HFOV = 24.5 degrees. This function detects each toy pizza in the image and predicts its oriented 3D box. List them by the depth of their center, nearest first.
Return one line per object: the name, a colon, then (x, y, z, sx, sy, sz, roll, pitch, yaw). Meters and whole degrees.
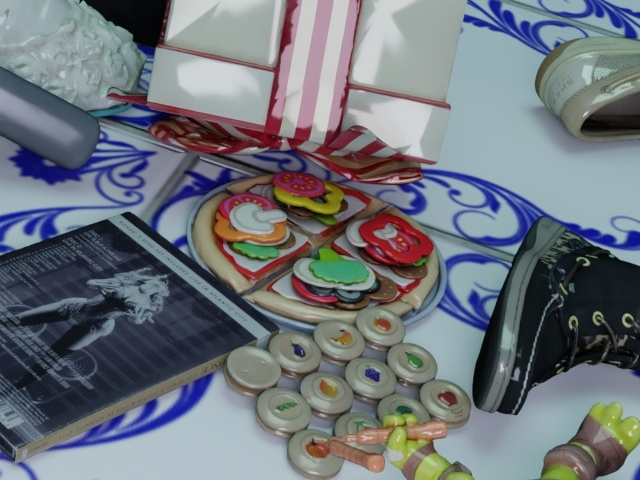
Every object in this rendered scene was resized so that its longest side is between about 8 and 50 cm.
toy pizza: (0.000, 0.000, 1.109, 0.201, 0.032, 0.201, 10, 34, -7)

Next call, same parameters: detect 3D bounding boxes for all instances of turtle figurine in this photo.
turtle figurine: (0.149, 0.171, 0.863, 0.269, 0.087, 0.217, 21, 20, 38)

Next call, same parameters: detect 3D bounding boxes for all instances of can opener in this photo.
can opener: (-0.282, -0.155, 1.079, 0.283, 0.095, 0.076, 28, 1, -21)

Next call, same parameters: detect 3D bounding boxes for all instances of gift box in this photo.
gift box: (-0.019, -0.183, 1.151, 0.255, 0.258, 0.276, 11, 11, -2)

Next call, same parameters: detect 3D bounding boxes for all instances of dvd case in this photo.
dvd case: (-0.161, 0.055, 0.978, 0.164, 0.018, 0.221, 36, 39, 30)

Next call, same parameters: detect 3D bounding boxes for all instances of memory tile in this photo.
memory tile: (0.019, 0.097, 0.975, 0.148, 0.012, 0.113, -16, 52, -35)

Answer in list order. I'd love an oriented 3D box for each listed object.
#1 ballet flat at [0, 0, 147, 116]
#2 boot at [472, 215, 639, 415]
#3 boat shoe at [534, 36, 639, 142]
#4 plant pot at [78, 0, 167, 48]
ballet flat: (-0.325, -0.176, 1.152, 0.409, 0.147, 0.147, 1, 36, -22)
boot: (0.209, 0.070, 1.033, 0.178, 0.085, 0.236, 21, 27, 9)
boat shoe: (0.356, -0.139, 1.392, 0.302, 0.109, 0.098, -4, 43, -17)
plant pot: (-0.107, -0.286, 1.368, 0.188, 0.167, 0.187, 14, 33, 0)
